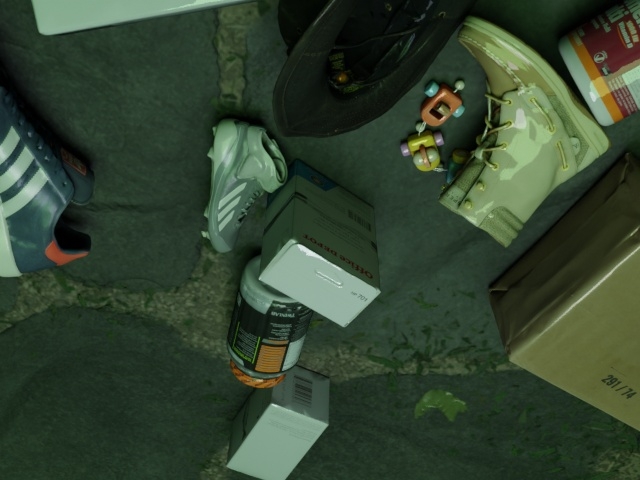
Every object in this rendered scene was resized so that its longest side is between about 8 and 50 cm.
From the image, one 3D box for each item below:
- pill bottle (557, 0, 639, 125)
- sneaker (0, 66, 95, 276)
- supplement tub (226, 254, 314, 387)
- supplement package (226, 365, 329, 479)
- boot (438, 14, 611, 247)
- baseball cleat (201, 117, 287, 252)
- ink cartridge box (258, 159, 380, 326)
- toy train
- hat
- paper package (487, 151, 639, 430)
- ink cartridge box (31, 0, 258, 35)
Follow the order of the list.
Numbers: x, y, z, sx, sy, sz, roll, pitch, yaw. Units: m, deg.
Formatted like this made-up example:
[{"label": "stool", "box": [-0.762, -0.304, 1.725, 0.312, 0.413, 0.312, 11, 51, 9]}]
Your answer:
[{"label": "pill bottle", "box": [0.396, -0.233, 0.939, 0.221, 0.121, 0.121, -29, 121, 21]}, {"label": "sneaker", "box": [-0.373, -0.113, 1.065, 0.148, 0.131, 0.350, -6, 128, -10]}, {"label": "supplement tub", "box": [-0.075, 0.122, 1.227, 0.116, 0.117, 0.190, 12, 127, -7]}, {"label": "supplement package", "box": [-0.071, 0.303, 1.371, 0.105, 0.105, 0.179, 23, 124, -15]}, {"label": "boot", "box": [0.211, -0.127, 1.013, 0.262, 0.095, 0.203, 38, 100, -30]}, {"label": "baseball cleat", "box": [-0.102, -0.061, 1.108, 0.109, 0.072, 0.206, 13, 128, 11]}, {"label": "ink cartridge box", "box": [0.000, 0.000, 1.085, 0.139, 0.191, 0.082, 32, 122, -20]}, {"label": "toy train", "box": [0.177, -0.124, 1.076, 0.166, 0.046, 0.125, 37, 120, -23]}, {"label": "hat", "box": [0.046, -0.265, 0.898, 0.134, 0.331, 0.331, 51, 123, 18]}, {"label": "paper package", "box": [0.457, 0.093, 1.158, 0.324, 0.168, 0.309, 27, 125, -18]}, {"label": "ink cartridge box", "box": [-0.197, -0.366, 0.900, 0.275, 0.060, 0.239, -8, 102, 8]}]
